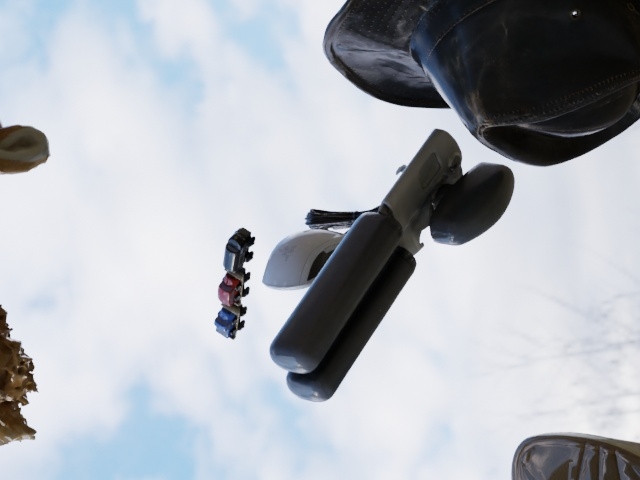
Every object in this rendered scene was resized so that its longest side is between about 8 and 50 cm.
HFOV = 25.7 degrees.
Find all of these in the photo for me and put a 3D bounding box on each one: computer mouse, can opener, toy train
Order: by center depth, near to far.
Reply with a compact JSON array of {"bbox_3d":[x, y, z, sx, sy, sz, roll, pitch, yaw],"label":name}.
[{"bbox_3d":[0.060,0.014,1.165,0.280,0.093,0.074,-50,-47,-28],"label":"can opener"},{"bbox_3d":[0.000,0.000,1.521,0.193,0.106,0.042,-41,-52,-55],"label":"computer mouse"},{"bbox_3d":[-0.095,0.052,1.531,0.036,0.027,0.158,-40,-29,-41],"label":"toy train"}]

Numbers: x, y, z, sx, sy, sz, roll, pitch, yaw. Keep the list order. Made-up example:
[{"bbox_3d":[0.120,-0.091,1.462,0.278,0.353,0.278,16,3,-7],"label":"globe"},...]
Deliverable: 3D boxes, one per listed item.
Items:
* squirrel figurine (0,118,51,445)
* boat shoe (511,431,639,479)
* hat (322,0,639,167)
[{"bbox_3d":[-0.370,0.000,1.043,0.370,0.281,0.397,-26,-83,-63],"label":"squirrel figurine"},{"bbox_3d":[0.344,0.251,1.310,0.110,0.341,0.121,-13,-68,-55],"label":"boat shoe"},{"bbox_3d":[0.171,-0.134,1.082,0.331,0.331,0.134,24,-132,-59],"label":"hat"}]
